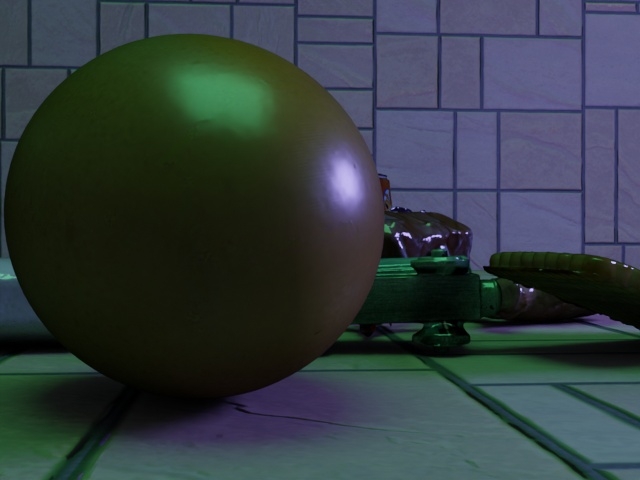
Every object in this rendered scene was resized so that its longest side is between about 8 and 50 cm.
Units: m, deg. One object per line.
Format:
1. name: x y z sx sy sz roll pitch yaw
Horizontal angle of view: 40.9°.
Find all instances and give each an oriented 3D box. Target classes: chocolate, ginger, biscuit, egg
1. chocolate: 0.115 0.036 1.171 0.093 0.148 0.214 22 18 40
2. ginger: 0.302 0.073 1.141 0.333 0.080 0.166 -8 -10 -36
3. biscuit: 0.301 0.057 0.833 0.254 0.029 0.172 20 -7 -22
4. egg: -0.085 -0.016 0.595 0.250 0.250 0.322 0 9 -25

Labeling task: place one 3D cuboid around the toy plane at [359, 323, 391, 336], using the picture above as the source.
1. toy plane: 0.061 0.076 1.000 0.130 0.061 0.189 1 0 9

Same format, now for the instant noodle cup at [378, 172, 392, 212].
1. instant noodle cup: 0.000 0.000 1.403 0.296 0.214 0.296 -1 0 0

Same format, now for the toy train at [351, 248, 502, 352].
1. toy train: 0.051 0.056 0.867 0.248 0.101 0.159 -1 3 0

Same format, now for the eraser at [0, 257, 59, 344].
1. eraser: -0.301 0.061 0.886 0.270 0.095 0.174 -1 1 -16
